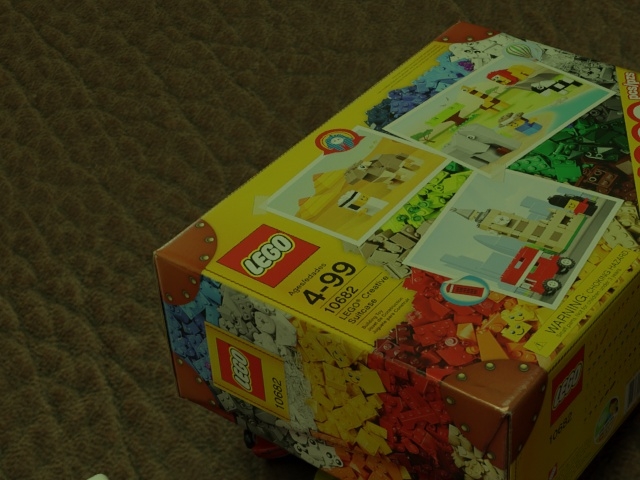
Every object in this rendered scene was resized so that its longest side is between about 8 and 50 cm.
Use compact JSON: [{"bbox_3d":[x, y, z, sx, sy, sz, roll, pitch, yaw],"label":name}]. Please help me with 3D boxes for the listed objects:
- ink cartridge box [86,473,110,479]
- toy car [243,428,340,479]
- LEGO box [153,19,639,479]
[{"bbox_3d":[-0.222,0.422,1.147,0.279,0.160,0.384,-25,38,-14],"label":"ink cartridge box"},{"bbox_3d":[-0.052,0.264,1.353,0.225,0.053,0.239,-41,48,-17],"label":"toy car"},{"bbox_3d":[0.151,0.015,1.315,0.372,0.193,0.500,23,45,30],"label":"LEGO box"}]
